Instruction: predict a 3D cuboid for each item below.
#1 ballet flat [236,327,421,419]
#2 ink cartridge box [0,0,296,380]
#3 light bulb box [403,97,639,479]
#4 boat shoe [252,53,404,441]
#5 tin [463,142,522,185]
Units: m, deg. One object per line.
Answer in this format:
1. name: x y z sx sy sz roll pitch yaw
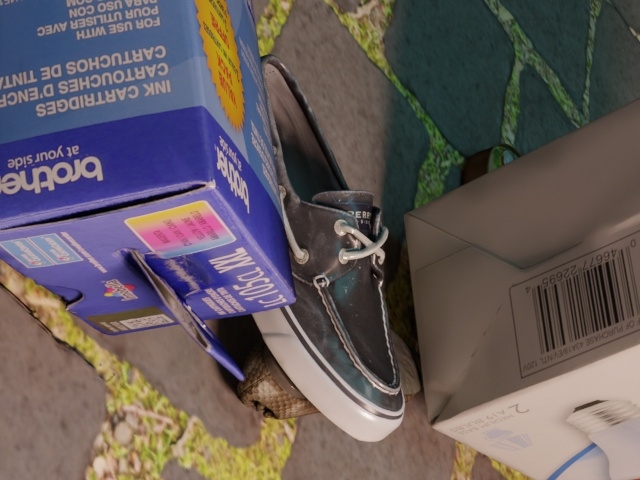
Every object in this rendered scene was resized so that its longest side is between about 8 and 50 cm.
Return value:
1. ballet flat: 0.006 0.106 1.385 0.084 0.058 0.250 57 23 14
2. ink cartridge box: -0.123 -0.104 1.119 0.270 0.151 0.395 57 24 -72
3. light bulb box: 0.325 0.064 1.521 0.361 0.358 0.225 30 45 -42
4. boat shoe: 0.000 0.000 1.311 0.108 0.102 0.301 7 53 -56
5. tin: 0.185 -0.002 1.723 0.106 0.040 0.189 20 58 -56
